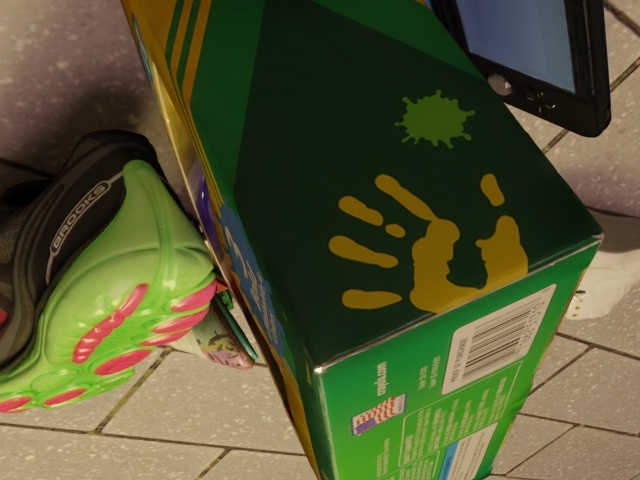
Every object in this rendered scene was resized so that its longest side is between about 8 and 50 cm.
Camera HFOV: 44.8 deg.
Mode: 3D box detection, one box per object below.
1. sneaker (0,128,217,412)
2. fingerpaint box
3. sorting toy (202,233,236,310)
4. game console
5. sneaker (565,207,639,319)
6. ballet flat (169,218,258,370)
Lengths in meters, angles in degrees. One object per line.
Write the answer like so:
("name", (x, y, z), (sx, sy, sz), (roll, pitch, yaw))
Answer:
("sneaker", (-0.269, 0.051, 0.785), (0.185, 0.202, 0.483), (4, 153, -45))
("fingerpaint box", (0.000, 0.000, 0.619), (0.163, 0.371, 0.444), (-23, 151, -9))
("sorting toy", (-0.121, 0.049, 0.936), (0.275, 0.046, 0.132), (-17, 140, -3))
("game console", (0.092, -0.180, 0.677), (0.173, 0.250, 0.293), (-46, 142, -11))
("sneaker", (0.353, 0.043, 1.086), (0.293, 0.108, 0.169), (9, 129, -33))
("ballet flat", (-0.134, 0.063, 0.804), (0.079, 0.221, 0.076), (-28, 139, -5))
